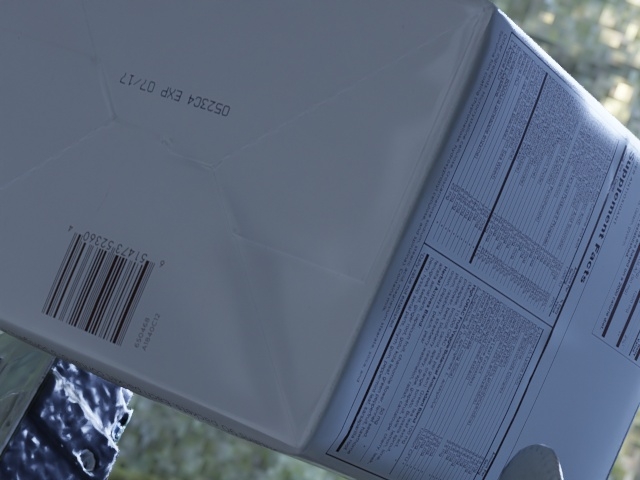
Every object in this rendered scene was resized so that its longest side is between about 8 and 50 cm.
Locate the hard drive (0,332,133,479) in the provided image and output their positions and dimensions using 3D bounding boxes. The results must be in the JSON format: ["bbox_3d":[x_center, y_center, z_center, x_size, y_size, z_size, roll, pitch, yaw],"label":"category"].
[{"bbox_3d":[-0.229,0.182,0.799,0.064,0.237,0.339,54,35,-23],"label":"hard drive"}]

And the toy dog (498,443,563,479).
[{"bbox_3d":[0.009,0.135,0.591,0.334,0.161,0.220,-34,167,39],"label":"toy dog"}]

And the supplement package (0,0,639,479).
[{"bbox_3d":[0.000,0.000,0.671,0.203,0.194,0.149,31,81,-54],"label":"supplement package"}]
